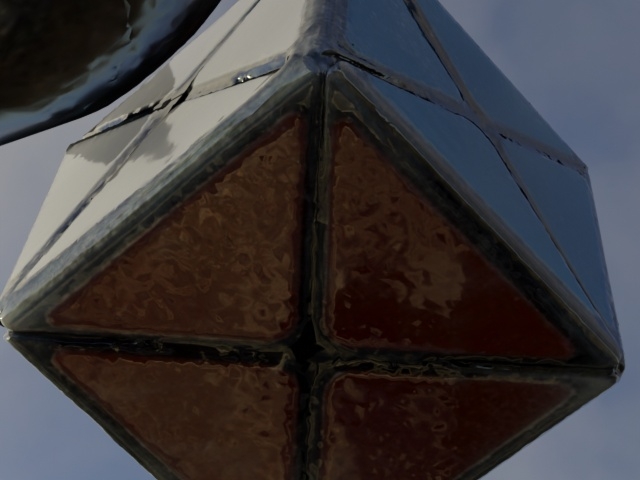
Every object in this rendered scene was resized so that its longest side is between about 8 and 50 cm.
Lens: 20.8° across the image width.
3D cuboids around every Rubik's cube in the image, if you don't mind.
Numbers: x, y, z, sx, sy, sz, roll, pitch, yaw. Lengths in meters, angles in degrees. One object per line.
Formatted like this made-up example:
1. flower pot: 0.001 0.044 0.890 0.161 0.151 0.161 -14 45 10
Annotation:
1. Rubik's cube: 0.000 0.000 1.020 0.255 0.260 0.259 -37 -67 19

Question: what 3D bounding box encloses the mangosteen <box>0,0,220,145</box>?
1. mangosteen: -0.162 -0.174 0.535 0.330 0.330 0.330 5 -35 4
